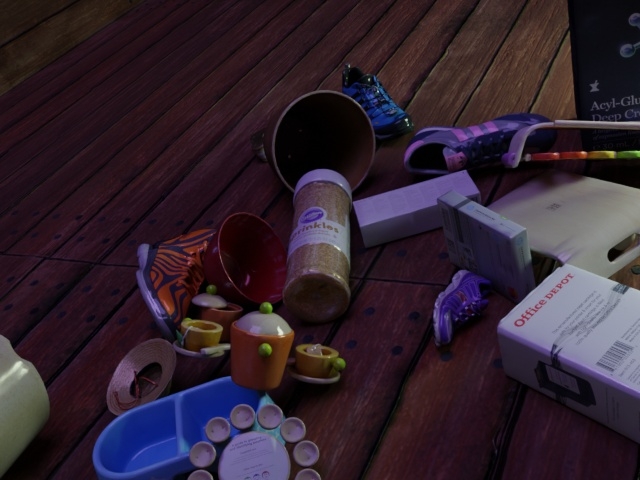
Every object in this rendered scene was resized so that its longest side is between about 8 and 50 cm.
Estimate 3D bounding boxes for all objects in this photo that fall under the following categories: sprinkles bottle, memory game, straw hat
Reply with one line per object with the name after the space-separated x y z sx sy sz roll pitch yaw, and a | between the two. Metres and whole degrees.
0.000 0.000 1.411 0.121 0.121 0.355 -11 34 10 | sprinkles bottle
-0.091 0.312 1.014 0.186 0.012 0.186 0 62 -1 | memory game
-0.284 0.242 1.244 0.144 0.061 0.144 -20 43 20 | straw hat

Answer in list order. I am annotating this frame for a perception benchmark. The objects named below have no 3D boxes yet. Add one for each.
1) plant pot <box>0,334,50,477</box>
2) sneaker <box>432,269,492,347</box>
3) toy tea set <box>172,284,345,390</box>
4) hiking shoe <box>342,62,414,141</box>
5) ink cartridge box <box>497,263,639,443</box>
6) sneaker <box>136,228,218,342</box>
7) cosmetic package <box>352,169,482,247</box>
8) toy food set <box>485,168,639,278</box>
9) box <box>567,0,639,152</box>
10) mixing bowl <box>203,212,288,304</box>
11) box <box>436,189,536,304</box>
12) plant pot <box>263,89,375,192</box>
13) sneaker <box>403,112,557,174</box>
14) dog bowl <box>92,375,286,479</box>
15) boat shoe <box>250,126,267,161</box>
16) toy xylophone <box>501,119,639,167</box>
-0.597 0.295 1.116 0.333 0.334 0.305 1 27 26 | plant pot
0.230 0.107 1.198 0.071 0.068 0.170 13 43 30 | sneaker
-0.119 0.135 1.202 0.336 0.124 0.200 15 10 42 | toy tea set
0.124 -0.339 1.841 0.113 0.132 0.304 -27 34 -14 | hiking shoe
0.392 0.149 1.024 0.172 0.100 0.237 -36 38 -26 | ink cartridge box
-0.253 0.062 1.436 0.180 0.125 0.321 -22 33 -5 | sneaker
0.190 -0.063 1.468 0.239 0.060 0.099 -16 35 3 | cosmetic package
0.413 -0.019 1.292 0.219 0.092 0.306 -30 26 -18 | toy food set
0.639 -0.388 1.429 0.293 0.395 0.212 -7 34 18 | box
-0.153 0.049 1.392 0.098 0.181 0.181 -26 24 35 | mixing bowl
0.276 0.011 1.242 0.038 0.145 0.186 -30 34 -16 | box
-0.033 -0.220 1.690 0.237 0.237 0.254 -27 18 -14 | plant pot
0.323 -0.182 1.538 0.319 0.112 0.131 -6 28 33 | sneaker
-0.201 0.298 1.110 0.297 0.074 0.166 -19 33 -1 | dog bowl
-0.148 -0.251 1.930 0.056 0.048 0.153 -27 25 7 | boat shoe
0.496 -0.175 1.353 0.322 0.081 0.236 1 5 13 | toy xylophone
